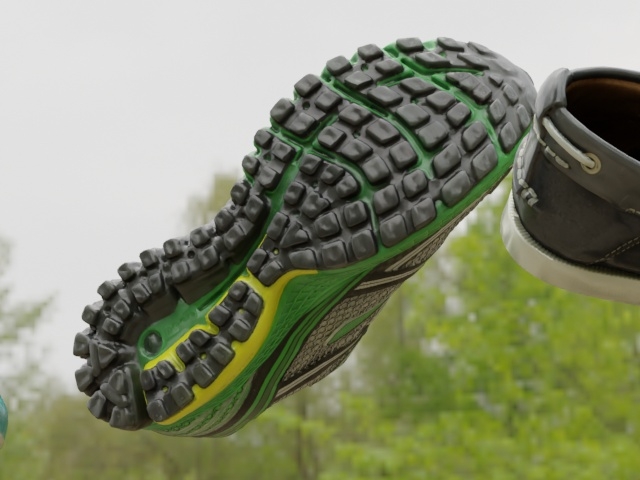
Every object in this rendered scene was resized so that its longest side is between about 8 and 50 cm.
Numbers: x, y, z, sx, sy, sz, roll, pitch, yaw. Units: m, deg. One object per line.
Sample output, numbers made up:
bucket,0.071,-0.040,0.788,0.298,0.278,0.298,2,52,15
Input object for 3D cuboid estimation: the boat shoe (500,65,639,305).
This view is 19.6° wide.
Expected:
boat shoe,0.186,-0.015,0.664,0.233,0.084,0.079,8,-53,0

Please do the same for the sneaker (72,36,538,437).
sneaker,0.000,0.000,1.197,0.343,0.134,0.146,-39,-26,13

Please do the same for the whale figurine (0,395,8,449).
whale figurine,-0.239,-0.004,0.713,0.272,0.141,0.216,32,-24,-25
